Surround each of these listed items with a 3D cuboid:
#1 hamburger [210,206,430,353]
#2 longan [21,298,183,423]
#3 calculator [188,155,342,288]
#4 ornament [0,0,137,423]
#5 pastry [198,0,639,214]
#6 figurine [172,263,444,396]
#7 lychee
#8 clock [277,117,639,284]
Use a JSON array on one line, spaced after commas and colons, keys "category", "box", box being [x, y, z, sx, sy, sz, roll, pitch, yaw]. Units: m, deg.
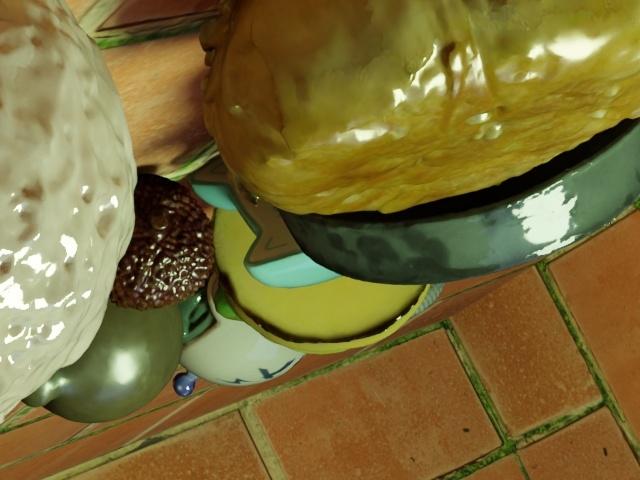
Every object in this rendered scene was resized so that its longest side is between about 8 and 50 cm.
[{"category": "hamburger", "box": [0.000, 0.000, 1.666, 0.237, 0.237, 0.149, -26, 174, -5]}, {"category": "longan", "box": [-0.223, 0.090, 1.628, 0.204, 0.185, 0.159, -50, 153, -57]}, {"category": "calculator", "box": [0.091, -0.086, 1.504, 0.386, 0.054, 0.256, -28, -150, -6]}, {"category": "ornament", "box": [-0.200, -0.029, 0.797, 0.225, 0.259, 0.259, -18, 169, -12]}, {"category": "pastry", "box": [0.069, -0.140, 1.140, 0.315, 0.184, 0.284, -19, 164, 6]}, {"category": "figurine", "box": [-0.025, 0.032, 1.870, 0.382, 0.186, 0.261, -25, 166, 20]}, {"category": "lychee", "box": [-0.149, 0.003, 1.537, 0.123, 0.123, 0.129, -26, 166, -2]}, {"category": "clock", "box": [0.112, -0.082, 1.370, 0.325, 0.067, 0.325, -14, -149, 9]}]
